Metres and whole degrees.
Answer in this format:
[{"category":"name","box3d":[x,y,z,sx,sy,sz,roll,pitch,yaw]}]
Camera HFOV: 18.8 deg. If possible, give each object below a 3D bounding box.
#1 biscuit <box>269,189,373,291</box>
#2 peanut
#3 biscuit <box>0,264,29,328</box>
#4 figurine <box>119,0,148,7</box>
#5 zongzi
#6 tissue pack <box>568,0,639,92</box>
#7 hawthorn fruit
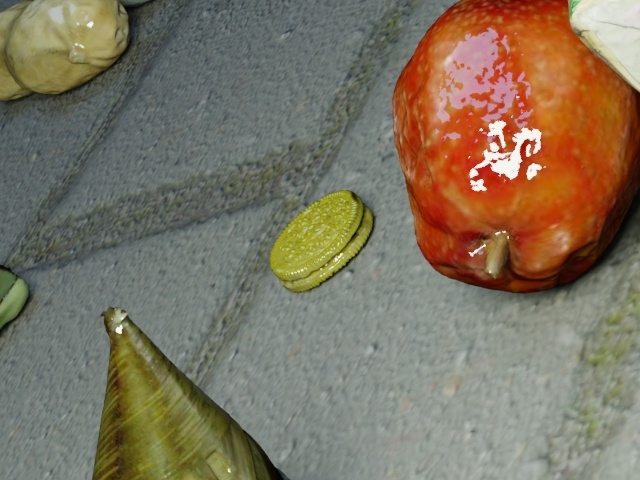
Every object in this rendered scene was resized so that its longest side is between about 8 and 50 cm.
[{"category":"biscuit","box3d":[0.000,0.000,1.383,0.084,0.023,0.084,-33,27,19]},{"category":"peanut","box3d":[-0.294,-0.205,2.031,0.117,0.101,0.263,-34,18,-32]},{"category":"biscuit","box3d":[-0.352,0.055,1.779,0.099,0.038,0.322,-54,28,-17]},{"category":"figurine","box3d":[-0.200,-0.343,2.085,0.176,0.133,0.236,-3,36,26]},{"category":"zongzi","box3d":[-0.116,0.175,1.021,0.221,0.242,0.112,-36,32,6]},{"category":"tissue pack","box3d":[0.225,-0.154,1.122,0.090,0.186,0.222,-42,23,31]},{"category":"hawthorn fruit","box3d":[0.115,-0.058,1.149,0.173,0.173,0.179,8,79,58]}]
